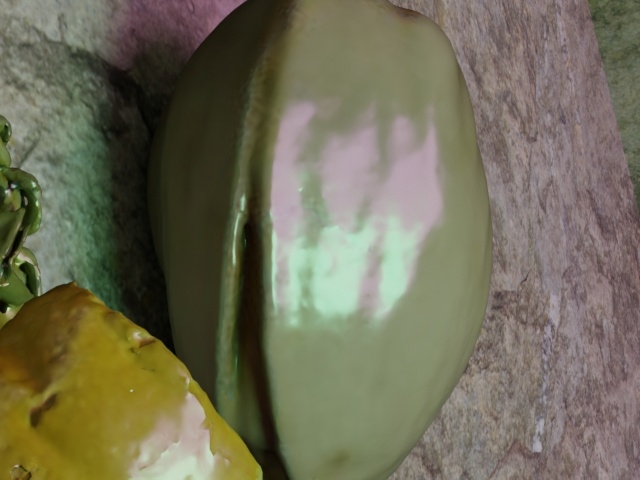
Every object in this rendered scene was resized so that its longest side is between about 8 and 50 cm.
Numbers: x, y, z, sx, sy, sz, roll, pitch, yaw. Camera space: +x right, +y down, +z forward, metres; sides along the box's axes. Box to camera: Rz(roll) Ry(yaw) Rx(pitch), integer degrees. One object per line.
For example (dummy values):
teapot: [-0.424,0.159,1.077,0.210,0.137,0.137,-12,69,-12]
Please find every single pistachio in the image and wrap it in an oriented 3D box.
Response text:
pistachio: [0.000,0.000,1.023,0.365,0.282,0.445,-41,135,-67]

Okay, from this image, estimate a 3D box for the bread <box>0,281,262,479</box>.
bread: [-0.191,0.216,0.591,0.375,0.165,0.236,-45,132,-20]

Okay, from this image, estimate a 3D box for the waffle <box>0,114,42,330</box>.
waffle: [-0.256,0.065,0.706,0.297,0.073,0.317,-20,106,-59]
